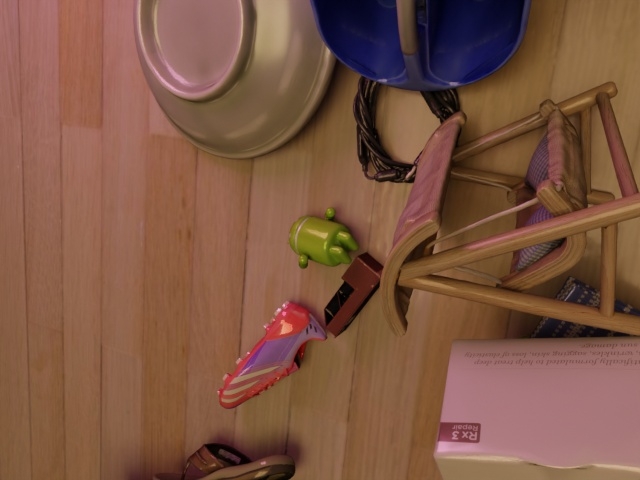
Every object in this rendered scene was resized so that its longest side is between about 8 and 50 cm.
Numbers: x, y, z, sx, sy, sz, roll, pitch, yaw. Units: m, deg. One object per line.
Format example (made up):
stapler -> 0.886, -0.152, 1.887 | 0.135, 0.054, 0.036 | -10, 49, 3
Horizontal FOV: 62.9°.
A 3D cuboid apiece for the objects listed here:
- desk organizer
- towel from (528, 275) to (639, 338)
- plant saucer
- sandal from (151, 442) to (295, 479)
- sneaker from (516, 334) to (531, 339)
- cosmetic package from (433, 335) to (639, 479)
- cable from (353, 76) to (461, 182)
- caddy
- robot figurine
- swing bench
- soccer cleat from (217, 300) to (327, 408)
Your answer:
desk organizer -> 0.048, 0.084, 0.816 | 0.050, 0.047, 0.130 | 40, 112, 15
towel -> 0.390, 0.217, 0.644 | 0.335, 0.040, 0.243 | 27, 107, 2
plant saucer -> -0.163, -0.316, 0.772 | 0.400, 0.100, 0.401 | 11, 110, 31
sandal -> -0.175, 0.410, 0.951 | 0.302, 0.120, 0.086 | -21, 63, 24
sneaker -> 0.277, 0.244, 0.741 | 0.097, 0.084, 0.235 | 27, 110, 43
cosmetic package -> 0.274, 0.290, 0.563 | 0.217, 0.156, 0.385 | -5, 123, 25
cable -> 0.122, -0.172, 0.737 | 0.150, 0.047, 0.185 | 3, 100, 23
caddy -> 0.107, -0.298, 0.564 | 0.241, 0.341, 0.179 | 8, 71, 16
robot figurine -> 0.000, 0.000, 0.803 | 0.115, 0.067, 0.101 | 19, 74, 36
swing bench -> 0.204, -0.036, 0.588 | 0.254, 0.253, 0.165 | -3, 125, 23
soccer cleat -> -0.087, 0.212, 0.883 | 0.095, 0.083, 0.248 | 39, 109, 8
